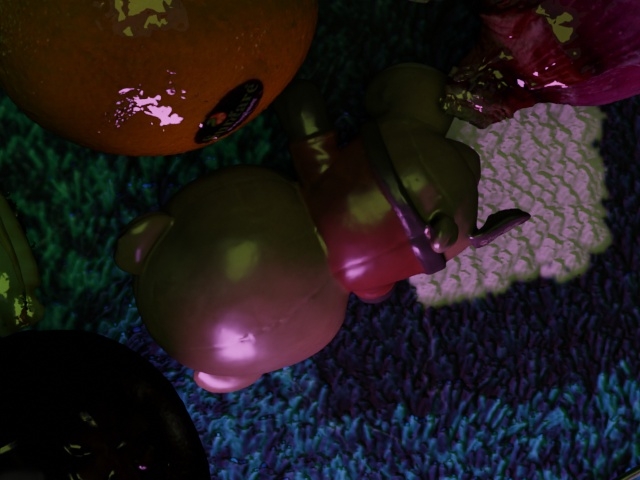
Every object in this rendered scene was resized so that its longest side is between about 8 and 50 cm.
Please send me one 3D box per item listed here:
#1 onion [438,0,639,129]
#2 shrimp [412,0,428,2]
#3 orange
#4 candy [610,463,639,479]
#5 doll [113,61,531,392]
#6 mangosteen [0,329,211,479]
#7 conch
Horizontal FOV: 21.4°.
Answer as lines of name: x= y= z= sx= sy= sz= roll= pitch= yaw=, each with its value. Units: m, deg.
onion: x=0.250 y=-0.222 z=1.392 sx=0.267 sy=0.159 sz=0.348 roll=41 pitch=71 yaw=-24
shrimp: x=0.143 y=-0.286 z=1.482 sx=0.251 sy=0.052 sz=0.143 roll=-7 pitch=114 yaw=-7
orange: x=-0.137 y=-0.197 z=1.338 sx=0.274 sy=0.274 sz=0.274 roll=-1 pitch=97 yaw=-9
candy: x=0.361 y=0.176 z=1.564 sx=0.288 sy=0.084 sz=0.078 roll=-31 pitch=105 yaw=4
doll: x=0.000 y=0.000 z=1.428 sx=0.330 sy=0.174 sz=0.235 roll=-29 pitch=133 yaw=0
mangosteen: x=-0.235 y=0.204 z=1.372 sx=0.288 sy=0.287 sz=0.233 roll=-32 pitch=123 yaw=-4
conch: x=-0.286 y=0.013 z=1.441 sx=0.106 sy=0.079 sz=0.170 roll=-36 pitch=116 yaw=3
